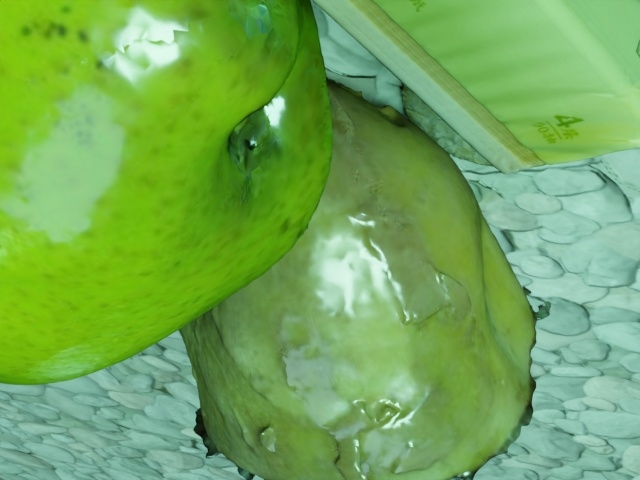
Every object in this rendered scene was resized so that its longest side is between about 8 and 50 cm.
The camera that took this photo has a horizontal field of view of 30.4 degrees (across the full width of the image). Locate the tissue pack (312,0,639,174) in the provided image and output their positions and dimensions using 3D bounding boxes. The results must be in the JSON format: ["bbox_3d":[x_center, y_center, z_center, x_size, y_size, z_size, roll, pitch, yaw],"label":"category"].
[{"bbox_3d":[0.083,-0.161,0.591,0.125,0.159,0.234,-13,142,41],"label":"tissue pack"}]

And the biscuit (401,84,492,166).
[{"bbox_3d":[0.129,-0.097,0.834,0.152,0.020,0.152,10,150,6],"label":"biscuit"}]

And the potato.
[{"bbox_3d":[0.000,0.000,0.831,0.289,0.300,0.237,2,131,26],"label":"potato"}]

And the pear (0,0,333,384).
[{"bbox_3d":[-0.146,-0.077,0.632,0.318,0.238,0.342,-8,105,40],"label":"pear"}]
